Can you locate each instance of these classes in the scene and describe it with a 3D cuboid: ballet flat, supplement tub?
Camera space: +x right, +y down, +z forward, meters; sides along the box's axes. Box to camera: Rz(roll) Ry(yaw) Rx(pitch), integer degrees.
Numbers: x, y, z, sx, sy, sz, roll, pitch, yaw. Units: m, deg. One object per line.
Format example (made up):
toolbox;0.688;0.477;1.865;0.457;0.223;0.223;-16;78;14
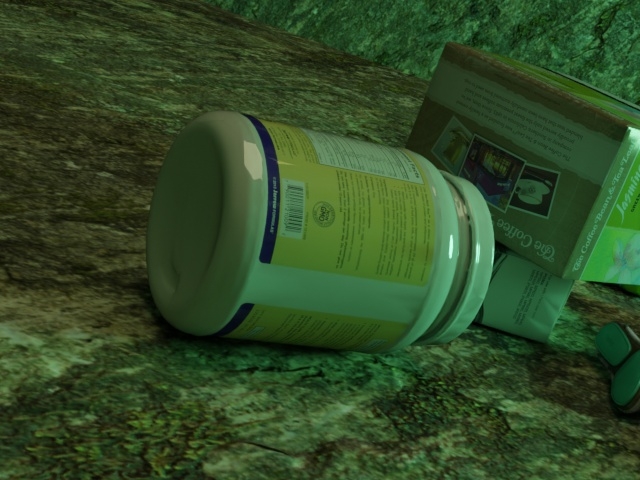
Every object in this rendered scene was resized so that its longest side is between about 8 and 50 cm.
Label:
ballet flat;0.413;0.173;1.457;0.079;0.077;0.221;37;15;-8
supplement tub;0.000;0.000;1.243;0.331;0.241;0.241;9;19;-30

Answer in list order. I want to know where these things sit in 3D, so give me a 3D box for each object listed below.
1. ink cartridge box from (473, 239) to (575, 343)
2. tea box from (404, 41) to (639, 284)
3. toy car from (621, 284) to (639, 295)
ink cartridge box;0.198;0.026;1.591;0.272;0.114;0.197;17;16;-8
tea box;0.346;-0.103;1.582;0.323;0.220;0.329;4;23;-45
toy car;0.533;-0.003;2.001;0.149;0.155;0.188;19;7;-2
